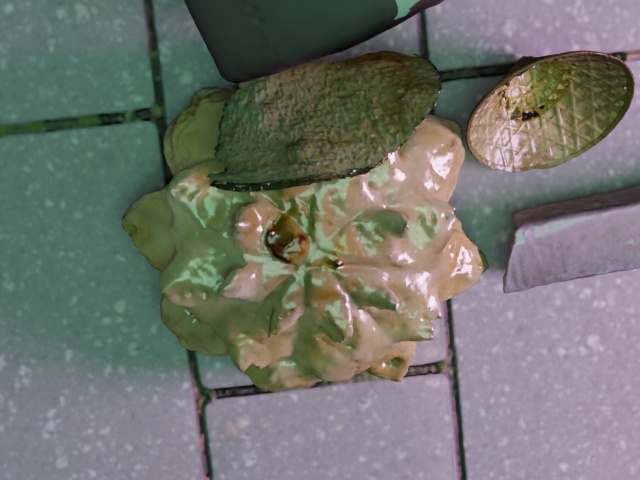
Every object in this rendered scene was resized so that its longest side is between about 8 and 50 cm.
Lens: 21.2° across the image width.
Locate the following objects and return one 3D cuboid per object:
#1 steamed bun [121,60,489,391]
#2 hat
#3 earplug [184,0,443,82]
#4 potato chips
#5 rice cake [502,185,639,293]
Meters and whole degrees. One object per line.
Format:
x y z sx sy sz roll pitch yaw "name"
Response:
0.000 0.000 1.382 0.292 0.137 0.295 -28 102 0 "steamed bun"
0.178 -0.127 1.403 0.146 0.067 0.146 -13 145 -9 "hat"
-0.021 -0.347 1.205 0.313 0.312 0.394 -28 103 3 "earplug"
-0.002 -0.098 1.317 0.142 0.026 0.209 31 57 17 "potato chips"
0.323 -0.024 1.436 0.365 0.056 0.072 -13 110 -1 "rice cake"
